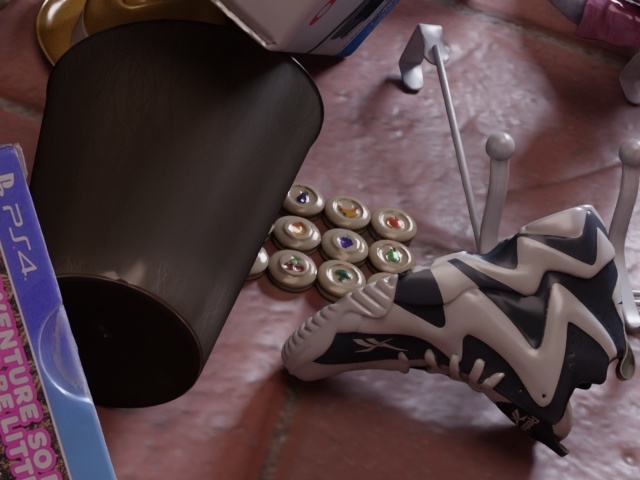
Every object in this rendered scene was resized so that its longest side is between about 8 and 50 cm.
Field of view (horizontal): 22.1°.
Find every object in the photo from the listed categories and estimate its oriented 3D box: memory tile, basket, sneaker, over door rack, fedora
[{"bbox_3d":[0.000,0.000,1.213,0.148,0.012,0.113,14,42,-6],"label":"memory tile"},{"bbox_3d":[-0.114,-0.016,1.085,0.204,0.154,0.227,-2,45,14],"label":"basket"},{"bbox_3d":[0.103,0.086,1.100,0.235,0.094,0.153,-21,83,-8],"label":"sneaker"},{"bbox_3d":[0.215,-0.067,1.294,0.239,0.108,0.324,3,44,-19],"label":"over door rack"},{"bbox_3d":[-0.131,-0.185,1.308,0.194,0.079,0.194,10,43,-10],"label":"fedora"}]

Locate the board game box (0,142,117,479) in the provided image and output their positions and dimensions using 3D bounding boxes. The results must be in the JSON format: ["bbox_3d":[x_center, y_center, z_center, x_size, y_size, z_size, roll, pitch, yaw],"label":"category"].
[{"bbox_3d":[-0.274,0.103,0.831,0.291,0.141,0.232,-15,86,-33],"label":"board game box"}]

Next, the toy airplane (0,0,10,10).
[{"bbox_3d":[-0.263,-0.410,1.332,0.386,0.272,0.384,43,68,11],"label":"toy airplane"}]

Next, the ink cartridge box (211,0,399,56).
[{"bbox_3d":[0.030,-0.287,1.184,0.166,0.285,0.395,43,10,2],"label":"ink cartridge box"}]

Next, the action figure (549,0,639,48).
[{"bbox_3d":[0.311,-0.226,1.421,0.276,0.248,0.370,48,24,-18],"label":"action figure"}]
